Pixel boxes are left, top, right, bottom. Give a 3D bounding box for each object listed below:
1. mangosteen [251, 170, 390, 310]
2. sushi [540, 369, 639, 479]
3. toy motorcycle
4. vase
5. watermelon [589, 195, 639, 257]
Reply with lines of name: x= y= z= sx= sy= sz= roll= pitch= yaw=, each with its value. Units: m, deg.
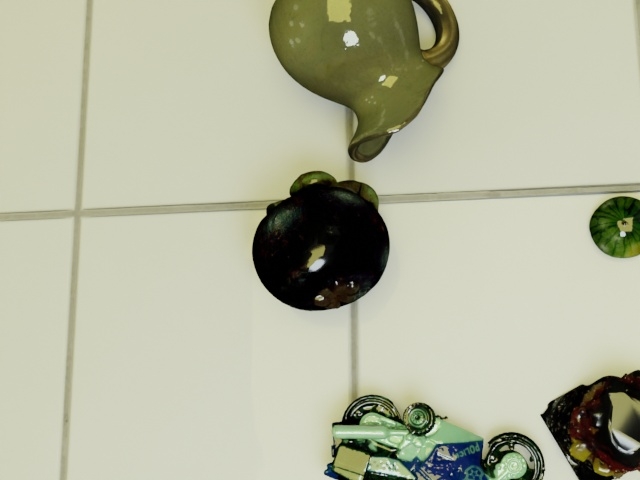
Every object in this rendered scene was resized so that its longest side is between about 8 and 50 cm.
mangosteen: x=0.000 y=0.000 z=1.456 sx=0.243 sy=0.243 sz=0.243 roll=-2 pitch=77 yaw=9
sushi: x=0.442 y=0.273 z=1.345 sx=0.172 sy=0.150 sz=0.153 roll=-30 pitch=74 yaw=2
toy motorcycle: x=0.169 y=0.356 z=1.392 sx=0.331 sy=0.125 sz=0.196 roll=14 pitch=79 yaw=8
vase: x=0.102 y=-0.333 z=1.522 sx=0.329 sy=0.241 sz=0.302 roll=-35 pitch=86 yaw=-26
watermelon: x=0.486 y=-0.026 z=1.452 sx=0.105 sy=0.062 sz=0.105 roll=-4 pitch=73 yaw=12
